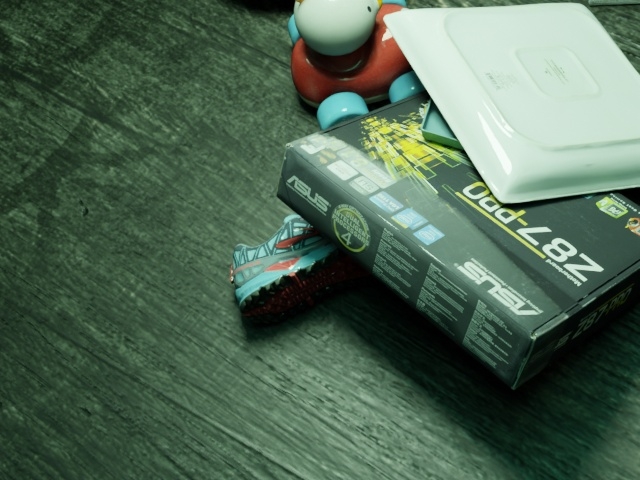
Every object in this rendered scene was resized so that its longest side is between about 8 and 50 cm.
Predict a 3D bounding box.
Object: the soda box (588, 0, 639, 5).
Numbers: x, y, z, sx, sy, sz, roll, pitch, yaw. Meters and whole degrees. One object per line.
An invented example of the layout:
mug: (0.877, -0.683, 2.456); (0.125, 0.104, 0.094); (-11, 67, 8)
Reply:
soda box: (0.497, -0.392, 1.596); (0.216, 0.074, 0.069); (0, 60, 11)

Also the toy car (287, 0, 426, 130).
toy car: (0.047, -0.301, 1.537); (0.210, 0.238, 0.219); (-17, 58, 1)

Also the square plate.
square plate: (0.301, -0.202, 1.449); (0.344, 0.049, 0.347); (-7, 52, -27)

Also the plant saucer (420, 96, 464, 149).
plant saucer: (0.175, -0.175, 1.445); (0.067, 0.018, 0.192); (17, 36, 4)

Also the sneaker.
sneaker: (0.000, 0.000, 1.447); (0.261, 0.104, 0.125); (-23, 54, -4)

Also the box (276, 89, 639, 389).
box: (0.191, -0.028, 1.356); (0.318, 0.097, 0.395); (-26, 53, -37)
